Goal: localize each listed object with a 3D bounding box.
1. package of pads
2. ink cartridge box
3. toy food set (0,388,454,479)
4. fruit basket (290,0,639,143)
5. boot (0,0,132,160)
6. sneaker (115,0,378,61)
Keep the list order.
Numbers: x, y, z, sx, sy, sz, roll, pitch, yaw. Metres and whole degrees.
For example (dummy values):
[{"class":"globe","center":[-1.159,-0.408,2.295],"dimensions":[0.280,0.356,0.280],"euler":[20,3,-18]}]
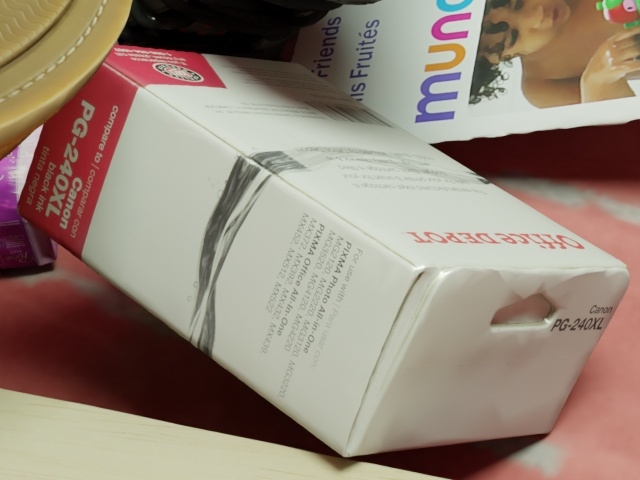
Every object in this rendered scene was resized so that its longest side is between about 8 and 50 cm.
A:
[{"class":"package of pads","center":[-0.117,-0.027,0.675],"dimensions":[0.050,0.032,0.083],"euler":[-6,45,5]},{"class":"ink cartridge box","center":[0.000,0.000,0.575],"dimensions":[0.150,0.063,0.109],"euler":[34,21,34]},{"class":"toy food set","center":[-0.042,0.152,0.461],"dimensions":[0.306,0.092,0.219],"euler":[10,36,15]},{"class":"fruit basket","center":[0.167,-0.178,0.694],"dimensions":[0.353,0.165,0.327],"euler":[-1,51,18]},{"class":"boot","center":[-0.170,0.033,0.508],"dimensions":[0.109,0.220,0.283],"euler":[33,48,4]},{"class":"sneaker","center":[-0.027,-0.106,0.648],"dimensions":[0.098,0.135,0.276],"euler":[11,15,-25]}]
